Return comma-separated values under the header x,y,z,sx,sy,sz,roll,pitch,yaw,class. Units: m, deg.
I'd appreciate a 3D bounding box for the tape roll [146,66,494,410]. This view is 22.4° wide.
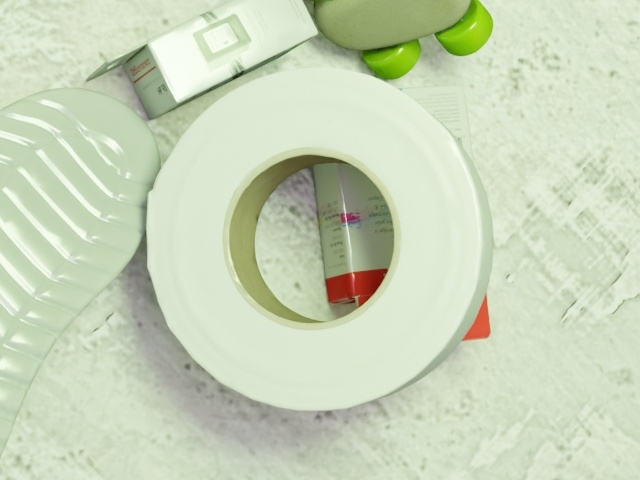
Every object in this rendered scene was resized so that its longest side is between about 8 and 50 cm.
x,y,z,sx,sy,sz,roll,pitch,yaw,class
0.000,0.000,1.358,0.286,0.100,0.286,0,88,12,tape roll

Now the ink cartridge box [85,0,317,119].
x,y,z,sx,sy,sz,roll,pitch,yaw,class
-0.104,-0.159,1.403,0.180,0.104,0.060,-29,95,-19,ink cartridge box

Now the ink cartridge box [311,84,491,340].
x,y,z,sx,sy,sz,roll,pitch,yaw,class
0.071,-0.018,1.461,0.134,0.078,0.231,-5,86,-18,ink cartridge box

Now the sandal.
x,y,z,sx,sy,sz,roll,pitch,yaw,class
-0.276,0.039,1.320,0.169,0.102,0.416,38,57,-15,sandal

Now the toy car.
x,y,z,sx,sy,sz,roll,pitch,yaw,class
0.067,-0.271,1.462,0.155,0.149,0.188,42,42,-44,toy car
